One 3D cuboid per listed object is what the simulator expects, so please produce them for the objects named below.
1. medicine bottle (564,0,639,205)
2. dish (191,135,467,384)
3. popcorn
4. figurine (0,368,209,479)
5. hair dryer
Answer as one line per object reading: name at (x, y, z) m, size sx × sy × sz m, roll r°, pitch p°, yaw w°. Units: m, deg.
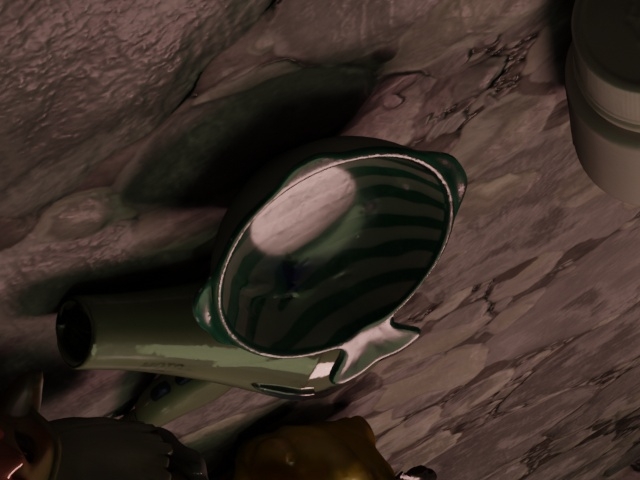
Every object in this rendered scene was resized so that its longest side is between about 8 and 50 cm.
medicine bottle at (0.254, -0.123, 1.269) m, size 0.139 × 0.139 × 0.237 m, roll -31°, pitch 158°, yaw 1°
dish at (0.000, 0.000, 1.230) m, size 0.224 × 0.078 × 0.246 m, roll -30°, pitch 140°, yaw -8°
popcorn at (-0.028, 0.336, 1.816) m, size 0.316 × 0.281 × 0.297 m, roll -38°, pitch 128°, yaw -43°
figurine at (-0.247, 0.171, 1.245) m, size 0.387 × 0.207 × 0.166 m, roll 17°, pitch 100°, yaw -50°
hair dryer at (-0.124, 0.097, 1.344) m, size 0.298 × 0.119 × 0.296 m, roll -26°, pitch 157°, yaw 25°
